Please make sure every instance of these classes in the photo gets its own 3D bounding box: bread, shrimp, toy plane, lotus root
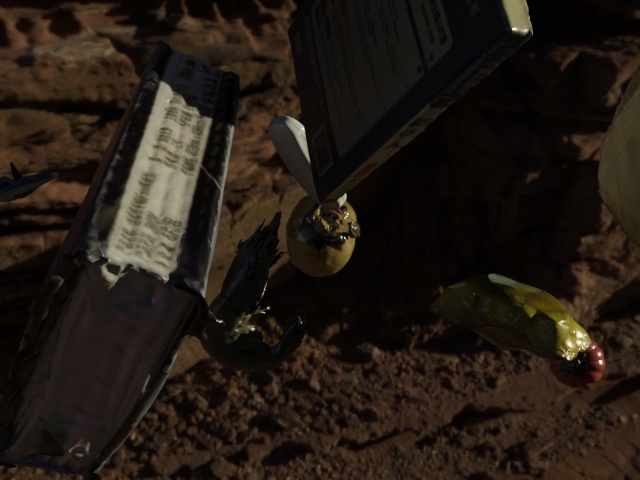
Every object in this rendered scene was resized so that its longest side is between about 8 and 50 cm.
[{"bbox_3d":[0.309,0.117,1.004,0.233,0.088,0.161,24,25,31],"label":"bread"},{"bbox_3d":[-0.087,0.099,1.030,0.169,0.296,0.058,24,21,-10],"label":"shrimp"},{"bbox_3d":[-0.508,-0.066,0.915,0.234,0.082,0.160,-34,32,-12],"label":"toy plane"},{"bbox_3d":[0.000,0.000,1.494,0.183,0.310,0.182,1,70,-3],"label":"lotus root"}]

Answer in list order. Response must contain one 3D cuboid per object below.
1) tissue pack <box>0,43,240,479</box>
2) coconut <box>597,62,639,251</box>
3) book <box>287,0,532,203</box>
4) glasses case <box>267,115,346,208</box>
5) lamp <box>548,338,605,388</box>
[{"bbox_3d":[-0.174,0.001,0.593,0.122,0.259,0.361,23,35,-20],"label":"tissue pack"},{"bbox_3d":[0.545,-0.141,0.754,0.345,0.415,0.415,24,33,17],"label":"coconut"},{"bbox_3d":[0.069,-0.257,0.773,0.039,0.300,0.428,-2,-16,-26],"label":"book"},{"bbox_3d":[-0.021,-0.128,1.060,0.074,0.193,0.049,12,57,50],"label":"glasses case"},{"bbox_3d":[0.512,0.242,1.260,0.107,0.107,0.092,24,12,35],"label":"lamp"}]
